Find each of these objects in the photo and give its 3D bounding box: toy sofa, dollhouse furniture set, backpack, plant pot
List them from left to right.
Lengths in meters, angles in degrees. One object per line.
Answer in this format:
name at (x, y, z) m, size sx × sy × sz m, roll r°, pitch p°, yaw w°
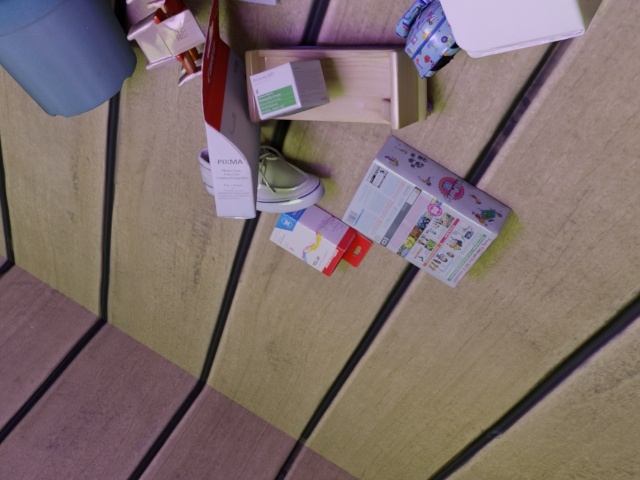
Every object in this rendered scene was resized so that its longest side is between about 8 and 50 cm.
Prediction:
plant pot at (-0.596, -0.476, 1.772) m, size 0.341 × 0.341 × 0.334 m, roll 7°, pitch 144°, yaw 32°
dollhouse furniture set at (-0.296, -0.448, 1.631) m, size 0.135 × 0.259 × 0.262 m, roll -22°, pitch 122°, yaw 11°
toy sofa at (0.040, -0.316, 1.608) m, size 0.363 × 0.177 × 0.150 m, roll 8°, pitch 112°, yaw 32°
backpack at (0.202, -0.368, 1.373) m, size 0.117 × 0.173 × 0.158 m, roll 39°, pitch 144°, yaw -6°

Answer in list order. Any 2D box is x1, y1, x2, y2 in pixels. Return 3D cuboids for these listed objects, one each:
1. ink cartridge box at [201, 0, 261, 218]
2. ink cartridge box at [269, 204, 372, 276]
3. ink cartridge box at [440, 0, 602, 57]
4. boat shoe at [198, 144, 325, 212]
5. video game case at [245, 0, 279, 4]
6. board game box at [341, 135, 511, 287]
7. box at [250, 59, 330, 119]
ink cartridge box at (-0.176, -0.286, 1.654) m, size 0.091 × 0.308 × 0.384 m, roll 1°, pitch 136°, yaw -1°
ink cartridge box at (0.000, 0.000, 2.025) m, size 0.231 × 0.078 × 0.134 m, roll 32°, pitch 144°, yaw 3°
ink cartridge box at (0.275, -0.464, 1.022) m, size 0.166 × 0.395 × 0.285 m, roll -3°, pitch 130°, yaw 40°
boat shoe at (-0.156, -0.177, 1.920) m, size 0.367 × 0.136 × 0.156 m, roll 16°, pitch 138°, yaw 39°
video game case at (-0.173, -0.562, 1.577) m, size 0.173 × 0.022 × 0.190 m, roll 15°, pitch 140°, yaw 24°
board game box at (0.227, -0.057, 1.766) m, size 0.303 × 0.097 × 0.224 m, roll 33°, pitch 142°, yaw 3°
box at (-0.057, -0.284, 1.509) m, size 0.101 × 0.102 × 0.087 m, roll -11°, pitch 96°, yaw 36°
